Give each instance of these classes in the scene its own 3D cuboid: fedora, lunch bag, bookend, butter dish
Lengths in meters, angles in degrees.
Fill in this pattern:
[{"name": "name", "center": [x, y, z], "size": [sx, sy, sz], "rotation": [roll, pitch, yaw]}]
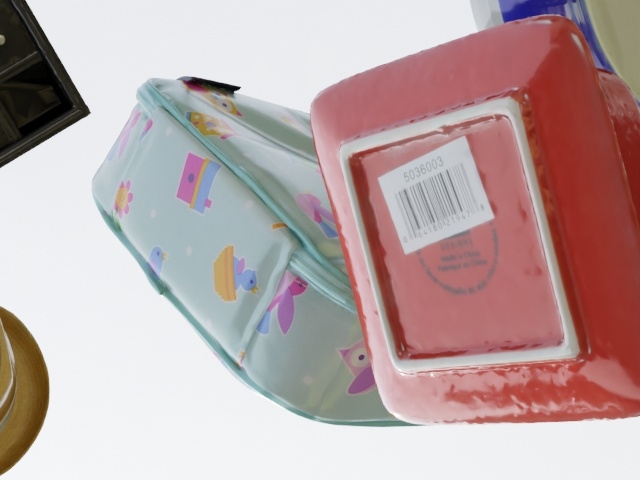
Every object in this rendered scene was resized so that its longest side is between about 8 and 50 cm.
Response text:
[{"name": "fedora", "center": [-0.321, 0.119, 1.166], "size": [0.194, 0.079, 0.194], "rotation": [14, -125, -20]}, {"name": "lunch bag", "center": [0.000, 0.000, 0.847], "size": [0.224, 0.279, 0.108], "rotation": [6, -61, -44]}, {"name": "bookend", "center": [-0.329, -0.152, 1.262], "size": [0.156, 0.072, 0.157], "rotation": [-33, -67, -15]}, {"name": "butter dish", "center": [0.093, -0.010, 0.572], "size": [0.118, 0.160, 0.160], "rotation": [-17, -87, -41]}]

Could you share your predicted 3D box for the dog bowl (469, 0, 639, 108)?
[{"name": "dog bowl", "center": [0.235, -0.203, 0.964], "size": [0.265, 0.104, 0.265], "rotation": [-1, -89, -37]}]
